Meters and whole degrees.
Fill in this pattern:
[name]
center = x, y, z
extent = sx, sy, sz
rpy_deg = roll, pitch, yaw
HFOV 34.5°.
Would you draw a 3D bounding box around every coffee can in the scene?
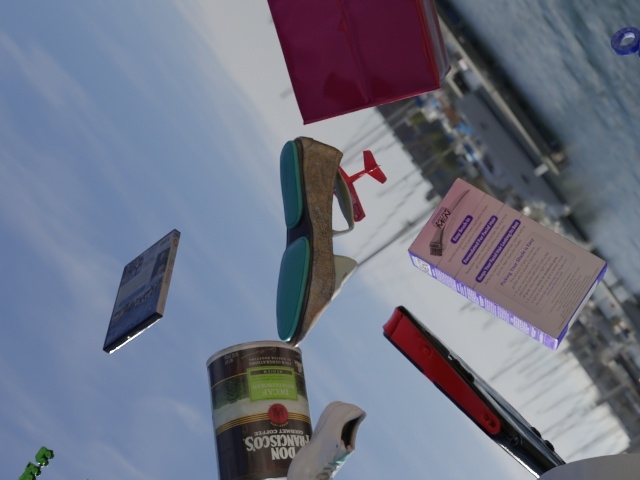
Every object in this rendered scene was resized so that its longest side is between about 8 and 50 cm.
[coffee can]
center = -0.116, 0.363, 2.039
extent = 0.201, 0.202, 0.275
rpy_deg = 41, -146, -57

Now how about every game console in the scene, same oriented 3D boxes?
[game console]
center = 0.271, 0.267, 1.525
extent = 0.386, 0.060, 0.342
rpy_deg = 42, 180, -35

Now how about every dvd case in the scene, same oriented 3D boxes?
[dvd case]
center = -0.380, 0.106, 2.198
extent = 0.022, 0.180, 0.253
rpy_deg = 38, -145, -28

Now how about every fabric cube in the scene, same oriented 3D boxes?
[fabric cube]
center = 0.075, -0.379, 1.832
extent = 0.254, 0.259, 0.258
rpy_deg = -56, -50, -71

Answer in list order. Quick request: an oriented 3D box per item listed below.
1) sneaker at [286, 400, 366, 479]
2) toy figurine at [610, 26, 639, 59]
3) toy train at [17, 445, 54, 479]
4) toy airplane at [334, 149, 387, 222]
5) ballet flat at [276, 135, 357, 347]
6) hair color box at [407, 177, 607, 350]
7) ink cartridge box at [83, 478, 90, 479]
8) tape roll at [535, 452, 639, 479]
[sneaker]
center = 0.014, 0.382, 1.808
extent = 0.080, 0.212, 0.094
rpy_deg = 36, 160, -30
[toy figurine]
center = 0.422, -0.286, 1.164
extent = 0.191, 0.217, 0.362
rpy_deg = 35, -126, -38
[toy train]
center = -0.421, 0.337, 1.500
extent = 0.024, 0.083, 0.017
rpy_deg = 29, 163, 25
[toy airplane]
center = 0.056, -0.113, 1.863
extent = 0.151, 0.151, 0.028
rpy_deg = 54, -143, -3
[ballet flat]
center = 0.000, 0.000, 1.479
extent = 0.106, 0.107, 0.316
rpy_deg = 8, -106, -24
[hair color box]
center = 0.364, 0.045, 2.022
extent = 0.339, 0.185, 0.110
rpy_deg = 33, 170, 17
[ink cartridge box]
center = -0.248, 0.518, 1.514
extent = 0.261, 0.066, 0.296
rpy_deg = 39, -167, -38
[tape roll]
center = 0.314, 0.320, 0.952
extent = 0.246, 0.246, 0.169
rpy_deg = 46, -138, -44
